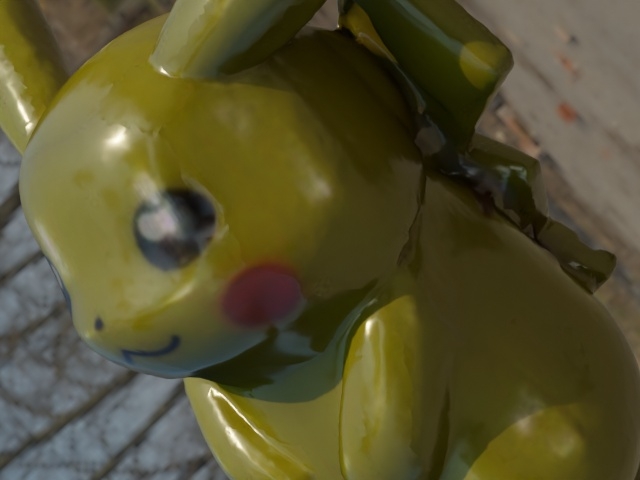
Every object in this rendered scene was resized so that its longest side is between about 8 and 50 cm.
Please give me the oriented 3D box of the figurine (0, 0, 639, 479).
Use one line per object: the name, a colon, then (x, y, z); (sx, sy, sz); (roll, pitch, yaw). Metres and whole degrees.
figurine: (0.005, 0.005, 0.679); (0.326, 0.169, 0.218); (42, 142, -23)
